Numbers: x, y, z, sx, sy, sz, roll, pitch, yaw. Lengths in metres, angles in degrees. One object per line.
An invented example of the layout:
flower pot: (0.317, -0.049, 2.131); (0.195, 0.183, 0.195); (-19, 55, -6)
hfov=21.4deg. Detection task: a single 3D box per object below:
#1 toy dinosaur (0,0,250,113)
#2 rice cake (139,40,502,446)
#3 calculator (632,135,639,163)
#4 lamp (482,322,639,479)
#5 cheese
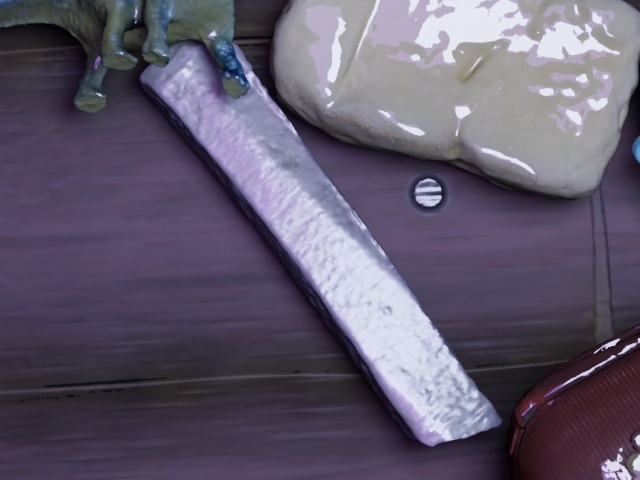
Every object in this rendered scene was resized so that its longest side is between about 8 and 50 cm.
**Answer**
toy dinosaur: (-0.130, -0.166, 1.204); (0.363, 0.076, 0.147); (-9, 60, 13)
rice cake: (0.000, 0.000, 1.230); (0.072, 0.056, 0.365); (-37, 86, -10)
calculator: (0.354, -0.097, 1.222); (0.293, 0.051, 0.173); (-17, 98, -16)
lamp: (0.238, 0.136, 1.165); (0.258, 0.180, 0.180); (-31, 86, -4)
cheese: (0.096, -0.127, 1.230); (0.263, 0.093, 0.159); (19, 80, 1)
